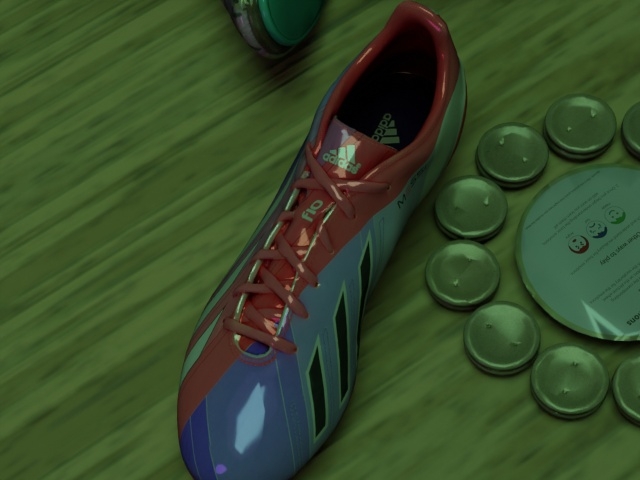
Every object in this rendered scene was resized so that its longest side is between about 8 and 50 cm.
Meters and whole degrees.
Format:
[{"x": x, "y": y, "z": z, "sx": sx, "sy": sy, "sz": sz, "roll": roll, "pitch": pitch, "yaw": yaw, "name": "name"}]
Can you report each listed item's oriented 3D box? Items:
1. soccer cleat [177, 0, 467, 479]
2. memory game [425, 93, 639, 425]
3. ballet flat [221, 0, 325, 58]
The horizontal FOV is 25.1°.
[{"x": 0.000, "y": 0.000, "z": 0.665, "sx": 0.083, "sy": 0.095, "sz": 0.248, "roll": 22, "pitch": 64, "yaw": 15, "name": "soccer cleat"}, {"x": 0.144, "y": 0.005, "z": 0.700, "sx": 0.186, "sy": 0.012, "sz": 0.186, "roll": -2, "pitch": 60, "yaw": 3, "name": "memory game"}, {"x": -0.023, "y": -0.183, "z": 0.791, "sx": 0.079, "sy": 0.077, "sz": 0.221, "roll": 2, "pitch": 54, "yaw": 26, "name": "ballet flat"}]
